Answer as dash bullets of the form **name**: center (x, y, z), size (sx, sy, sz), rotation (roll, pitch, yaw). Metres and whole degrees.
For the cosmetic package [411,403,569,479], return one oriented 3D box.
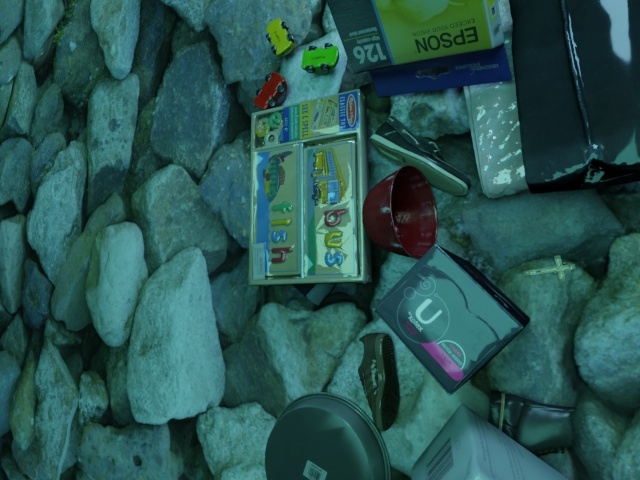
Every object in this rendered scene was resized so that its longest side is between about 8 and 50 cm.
- **cosmetic package**: center (0.325, 0.437, 0.584), size (0.385, 0.217, 0.156), rotation (36, 100, 11)

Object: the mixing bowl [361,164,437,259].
- **mixing bowl**: center (0.146, -0.050, 0.835), size (0.098, 0.181, 0.181), rotation (-7, 79, 40)

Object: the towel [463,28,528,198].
- **towel**: center (0.426, -0.265, 0.742), size (0.332, 0.053, 0.316), rotation (-17, 71, 34)

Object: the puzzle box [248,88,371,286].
- **puzzle box**: center (-0.027, -0.105, 0.925), size (0.272, 0.052, 0.408), rotation (-5, 80, 23)

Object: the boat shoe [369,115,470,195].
- **boat shoe**: center (0.211, -0.175, 0.862), size (0.233, 0.084, 0.079), rotation (39, 82, 23)

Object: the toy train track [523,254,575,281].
- **toy train track**: center (0.410, 0.053, 0.761), size (0.083, 0.014, 0.048), rotation (-12, 77, 26)

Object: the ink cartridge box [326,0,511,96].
- **ink cartridge box**: center (0.162, -0.400, 0.769), size (0.304, 0.307, 0.072), rotation (10, 48, 43)

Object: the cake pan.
- **cake pan**: center (0.001, 0.477, 0.895), size (0.293, 0.054, 0.293), rotation (-4, 82, 27)

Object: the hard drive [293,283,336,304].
- **hard drive**: center (0.000, 0.000, 0.962), size (0.172, 0.054, 0.254), rotation (38, 101, 26)

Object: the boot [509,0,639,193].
- **boot**: center (0.455, -0.310, 0.597), size (0.367, 0.146, 0.444), rotation (-13, 68, 45)

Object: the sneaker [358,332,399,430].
- **sneaker**: center (0.114, 0.285, 0.867), size (0.071, 0.066, 0.188), rotation (-11, 72, 43)

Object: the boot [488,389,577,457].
- **boot**: center (0.355, 0.368, 0.716), size (0.137, 0.077, 0.197), rotation (2, 85, 23)

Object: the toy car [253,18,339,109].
- **toy car**: center (-0.049, -0.436, 1.052), size (0.225, 0.053, 0.238), rotation (7, 87, 28)

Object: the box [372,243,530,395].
- **box**: center (0.228, 0.123, 0.701), size (0.143, 0.270, 0.165), rotation (-48, 64, 13)
